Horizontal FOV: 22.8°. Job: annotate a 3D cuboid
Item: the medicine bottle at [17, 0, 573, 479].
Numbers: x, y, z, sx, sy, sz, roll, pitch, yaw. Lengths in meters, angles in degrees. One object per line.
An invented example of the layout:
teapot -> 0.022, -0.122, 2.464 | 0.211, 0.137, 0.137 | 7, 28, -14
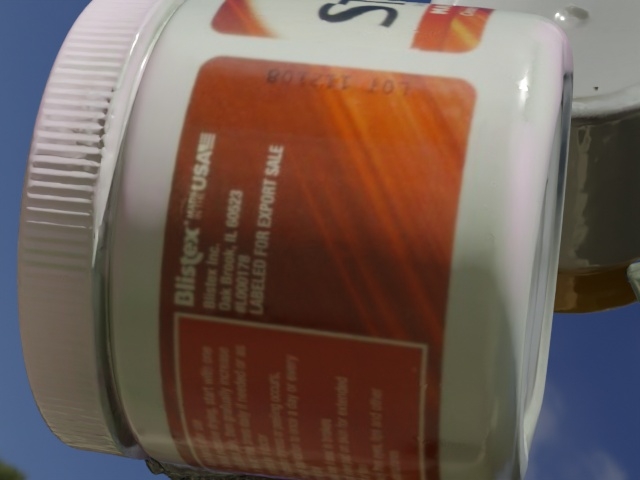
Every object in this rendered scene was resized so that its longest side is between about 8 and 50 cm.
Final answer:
medicine bottle -> 0.000, 0.000, 0.822 | 0.252, 0.241, 0.252 | 5, 90, -80

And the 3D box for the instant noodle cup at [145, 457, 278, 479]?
instant noodle cup -> -0.013, 0.155, 1.156 | 0.217, 0.217, 0.207 | 42, -21, 50

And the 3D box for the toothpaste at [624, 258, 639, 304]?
toothpaste -> 0.251, 0.119, 0.972 | 0.062, 0.039, 0.239 | -20, -89, 41

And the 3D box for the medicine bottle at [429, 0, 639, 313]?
medicine bottle -> 0.208, -0.098, 1.311 | 0.238, 0.238, 0.232 | 53, -20, 39
